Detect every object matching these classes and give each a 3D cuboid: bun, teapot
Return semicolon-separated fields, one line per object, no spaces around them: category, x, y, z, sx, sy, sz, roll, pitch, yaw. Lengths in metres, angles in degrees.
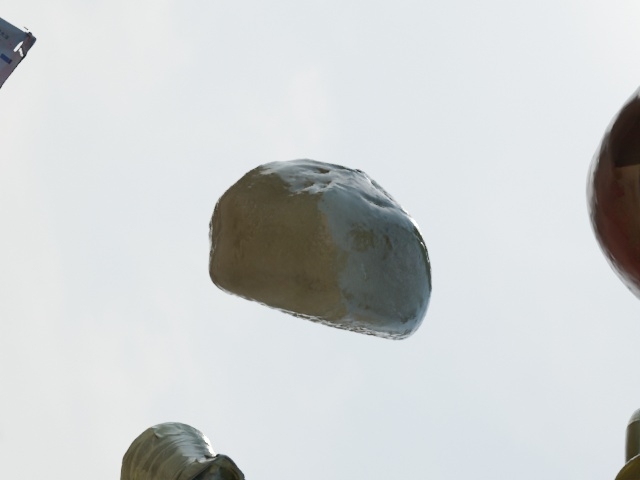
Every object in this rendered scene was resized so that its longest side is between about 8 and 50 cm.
bun;0.000;0.000;1.295;0.173;0.167;0.113;15;-93;46
teapot;-0.071;0.136;1.003;0.083;0.057;0.067;-172;-91;-67

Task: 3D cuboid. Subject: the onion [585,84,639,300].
onion;0.426;-0.052;1.702;0.341;0.341;0.341;178;-90;-70

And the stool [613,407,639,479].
stool;0.282;0.180;1.389;0.110;0.134;0.135;-44;153;-54

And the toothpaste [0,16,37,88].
toothpaste;-0.244;-0.150;1.067;0.045;0.170;0.028;-58;-171;-26
